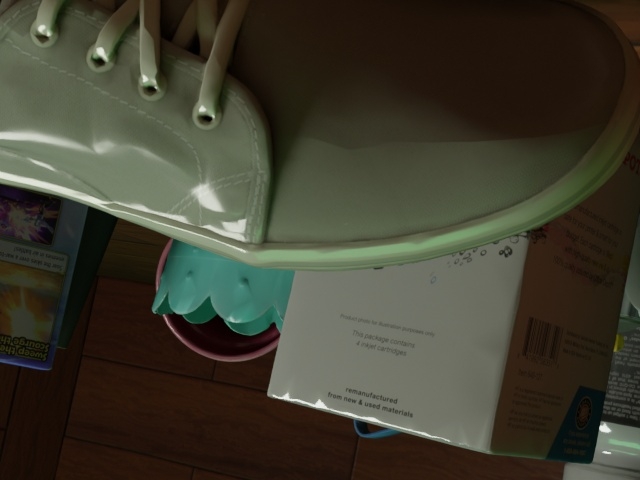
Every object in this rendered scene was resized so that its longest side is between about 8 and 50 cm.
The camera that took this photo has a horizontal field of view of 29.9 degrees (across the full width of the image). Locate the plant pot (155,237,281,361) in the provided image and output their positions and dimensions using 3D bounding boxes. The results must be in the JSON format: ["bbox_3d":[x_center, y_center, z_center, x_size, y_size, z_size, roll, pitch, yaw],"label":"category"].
[{"bbox_3d":[-0.104,0.046,1.612,0.201,0.201,0.180,10,-172,6],"label":"plant pot"}]

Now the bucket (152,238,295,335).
[{"bbox_3d":[0.000,0.000,1.045,0.281,0.183,0.281,11,172,1],"label":"bucket"}]

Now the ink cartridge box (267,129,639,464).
[{"bbox_3d":[0.099,0.015,0.803,0.168,0.233,0.171,9,173,35],"label":"ink cartridge box"}]

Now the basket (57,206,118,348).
[{"bbox_3d":[-0.265,-0.025,1.081,0.204,0.227,0.154,14,172,-30],"label":"basket"}]

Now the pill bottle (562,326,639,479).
[{"bbox_3d":[0.367,0.165,1.388,0.162,0.279,0.162,12,173,2],"label":"pill bottle"}]

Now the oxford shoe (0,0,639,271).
[{"bbox_3d":[-0.069,-0.090,0.602,0.449,0.169,0.130,9,153,21],"label":"oxford shoe"}]

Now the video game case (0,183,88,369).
[{"bbox_3d":[-0.310,-0.046,0.904,0.269,0.244,0.061,15,172,-29],"label":"video game case"}]

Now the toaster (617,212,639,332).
[{"bbox_3d":[0.226,0.015,1.106,0.185,0.110,0.168,10,174,8],"label":"toaster"}]

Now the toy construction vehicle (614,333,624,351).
[{"bbox_3d":[0.200,0.077,1.037,0.098,0.035,0.086,15,171,-28],"label":"toy construction vehicle"}]

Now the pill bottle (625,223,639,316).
[{"bbox_3d":[0.361,0.046,0.991,0.264,0.146,0.146,17,171,-41],"label":"pill bottle"}]

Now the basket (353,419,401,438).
[{"bbox_3d":[0.150,0.152,1.729,0.201,0.255,0.289,14,161,-40],"label":"basket"}]
